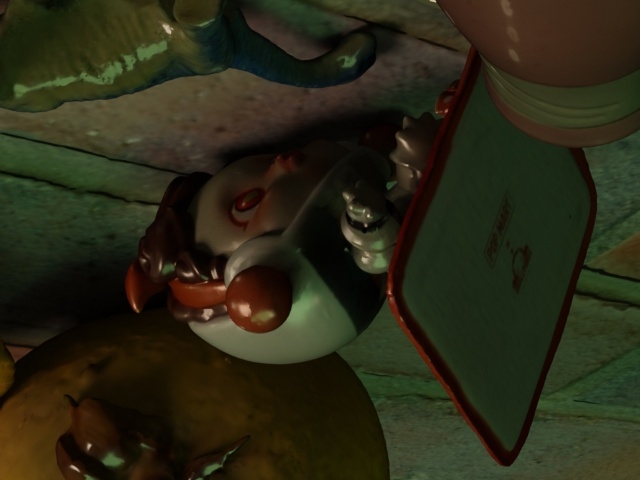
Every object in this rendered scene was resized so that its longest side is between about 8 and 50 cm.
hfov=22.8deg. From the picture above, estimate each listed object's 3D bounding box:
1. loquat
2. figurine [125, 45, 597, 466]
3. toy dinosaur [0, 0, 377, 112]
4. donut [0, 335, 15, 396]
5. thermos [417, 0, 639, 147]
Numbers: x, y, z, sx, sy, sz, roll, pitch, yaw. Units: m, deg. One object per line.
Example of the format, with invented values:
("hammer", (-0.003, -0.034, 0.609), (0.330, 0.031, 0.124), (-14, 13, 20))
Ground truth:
("loquat", (-0.094, 0.162, 0.981), (0.275, 0.274, 0.275), (-10, 153, -5))
("figurine", (0.000, 0.000, 0.835), (0.226, 0.183, 0.160), (-1, 141, 34))
("toy dinosaur", (-0.100, -0.077, 0.734), (0.248, 0.075, 0.188), (-21, 163, 4))
("donut", (-0.295, 0.062, 0.856), (0.254, 0.118, 0.253), (-8, 153, -4))
("thermos", (0.082, -0.138, 0.614), (0.176, 0.146, 0.265), (24, 162, 20))
